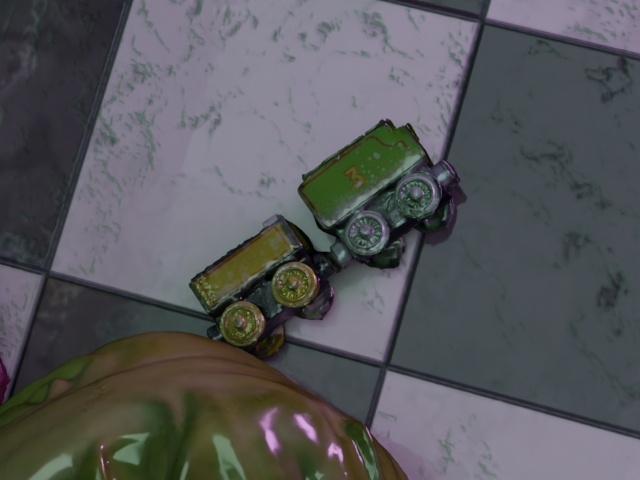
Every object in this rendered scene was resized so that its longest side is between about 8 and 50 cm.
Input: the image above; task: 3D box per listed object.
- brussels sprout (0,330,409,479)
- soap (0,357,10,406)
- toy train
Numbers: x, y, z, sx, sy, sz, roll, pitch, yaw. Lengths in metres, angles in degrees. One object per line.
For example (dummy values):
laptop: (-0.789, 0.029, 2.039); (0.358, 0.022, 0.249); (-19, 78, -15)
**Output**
brussels sprout: (-0.088, 0.204, 1.108); (0.328, 0.247, 0.328); (0, 82, -3)
soap: (-0.331, 0.080, 1.223); (0.220, 0.127, 0.325); (-25, 78, 5)
toy train: (0.000, 0.000, 1.221); (0.202, 0.060, 0.081); (-36, 70, 1)
